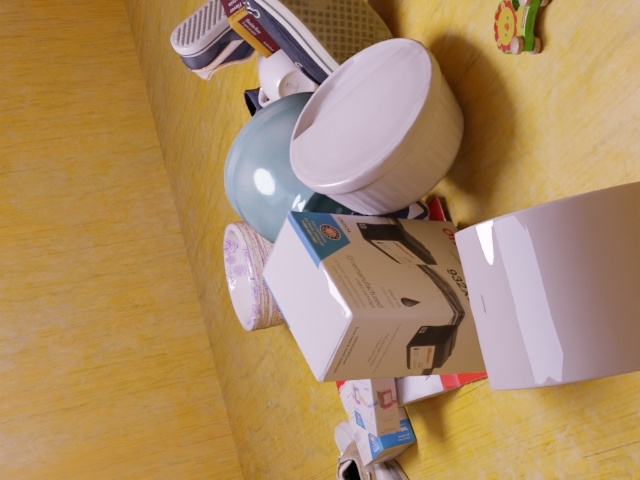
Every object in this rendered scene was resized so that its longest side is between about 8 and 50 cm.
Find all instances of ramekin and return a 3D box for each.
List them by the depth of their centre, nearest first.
[{"bbox_3d":[0.093,-0.162,1.271,0.273,0.127,0.272,-28,43,29],"label":"ramekin"}]

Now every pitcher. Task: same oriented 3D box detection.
[{"bbox_3d":[-0.083,-0.343,1.812,0.207,0.126,0.177,-117,39,-54],"label":"pitcher"}]

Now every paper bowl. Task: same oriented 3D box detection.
[{"bbox_3d":[-0.146,0.083,2.168,0.284,0.148,0.284,169,90,-70],"label":"paper bowl"}]

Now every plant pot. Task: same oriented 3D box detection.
[{"bbox_3d":[0.001,-0.090,1.489,0.196,0.293,0.293,50,145,47],"label":"plant pot"}]

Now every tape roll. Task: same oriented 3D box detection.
[{"bbox_3d":[0.276,0.045,0.866,0.246,0.246,0.169,151,109,-69],"label":"tape roll"}]

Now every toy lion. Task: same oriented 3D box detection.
[{"bbox_3d":[0.252,-0.287,1.085,0.096,0.034,0.100,-116,24,-55],"label":"toy lion"}]

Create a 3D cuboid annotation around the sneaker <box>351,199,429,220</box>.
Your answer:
[{"bbox_3d":[0.078,0.031,1.394,0.094,0.153,0.234,53,134,42],"label":"sneaker"}]

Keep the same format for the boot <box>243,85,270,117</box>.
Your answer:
[{"bbox_3d":[-0.105,-0.266,1.947,0.082,0.106,0.219,121,135,-62],"label":"boot"}]

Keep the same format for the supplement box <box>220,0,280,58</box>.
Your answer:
[{"bbox_3d":[-0.090,-0.499,1.620,0.129,0.191,0.194,32,-149,-56],"label":"supplement box"}]

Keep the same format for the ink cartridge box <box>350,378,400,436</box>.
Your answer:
[{"bbox_3d":[0.096,0.276,1.503,0.088,0.052,0.122,-169,71,-66],"label":"ink cartridge box"}]

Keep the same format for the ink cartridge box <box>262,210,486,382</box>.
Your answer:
[{"bbox_3d":[0.105,0.077,1.216,0.223,0.308,0.129,57,133,43],"label":"ink cartridge box"}]

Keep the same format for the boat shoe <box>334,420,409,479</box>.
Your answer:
[{"bbox_3d":[0.086,0.479,1.794,0.302,0.103,0.113,-145,48,-63],"label":"boat shoe"}]

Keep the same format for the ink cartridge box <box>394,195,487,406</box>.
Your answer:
[{"bbox_3d":[0.144,0.130,1.491,0.385,0.091,0.308,131,126,-66],"label":"ink cartridge box"}]

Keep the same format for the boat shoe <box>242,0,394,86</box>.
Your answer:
[{"bbox_3d":[-0.070,-0.446,1.414,0.500,0.187,0.156,49,162,-14],"label":"boat shoe"}]

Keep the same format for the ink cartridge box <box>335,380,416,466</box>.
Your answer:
[{"bbox_3d":[0.102,0.326,1.714,0.134,0.078,0.231,116,139,-58],"label":"ink cartridge box"}]

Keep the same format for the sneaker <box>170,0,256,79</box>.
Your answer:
[{"bbox_3d":[-0.169,-0.476,1.804,0.126,0.321,0.127,45,171,36],"label":"sneaker"}]
